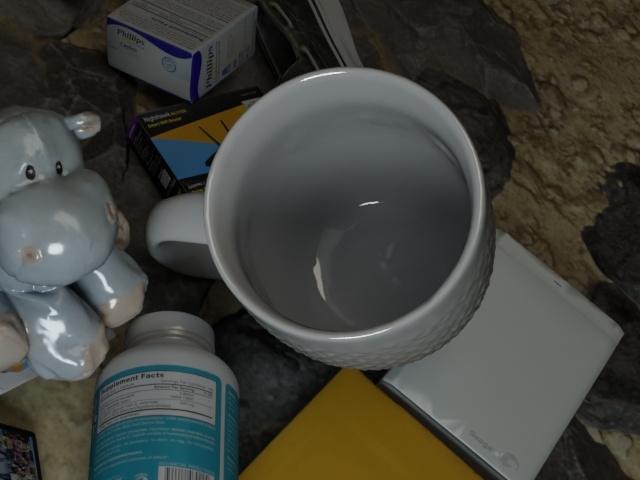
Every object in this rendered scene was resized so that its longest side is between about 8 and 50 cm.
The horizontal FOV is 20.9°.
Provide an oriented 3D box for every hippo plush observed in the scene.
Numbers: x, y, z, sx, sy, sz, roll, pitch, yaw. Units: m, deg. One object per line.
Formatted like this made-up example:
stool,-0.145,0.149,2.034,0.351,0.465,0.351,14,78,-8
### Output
hippo plush,-0.260,-0.032,1.659,0.234,0.236,0.294,-13,66,-34

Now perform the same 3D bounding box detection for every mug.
mug,0.000,0.000,1.819,0.374,0.328,0.276,0,76,10

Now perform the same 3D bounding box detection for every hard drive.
hard drive,0.213,0.140,2.015,0.203,0.040,0.307,39,46,2

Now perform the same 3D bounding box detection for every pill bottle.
pill bottle,-0.151,0.202,1.689,0.146,0.146,0.264,15,51,-20

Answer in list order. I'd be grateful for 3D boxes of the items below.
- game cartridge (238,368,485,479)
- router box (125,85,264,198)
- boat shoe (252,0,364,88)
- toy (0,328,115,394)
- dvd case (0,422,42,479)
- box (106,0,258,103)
game cartridge,0.068,0.317,1.799,0.323,0.053,0.285,41,47,7
router box,-0.116,-0.102,2.000,0.179,0.046,0.133,-18,63,-38
boat shoe,-0.004,-0.169,2.084,0.119,0.121,0.335,-8,49,-16
toy,-0.340,0.097,1.723,0.237,0.056,0.137,-26,75,-38
dvd case,-0.347,0.230,1.573,0.253,0.022,0.180,24,41,-45
box,-0.162,-0.241,2.038,0.126,0.072,0.137,25,43,22
